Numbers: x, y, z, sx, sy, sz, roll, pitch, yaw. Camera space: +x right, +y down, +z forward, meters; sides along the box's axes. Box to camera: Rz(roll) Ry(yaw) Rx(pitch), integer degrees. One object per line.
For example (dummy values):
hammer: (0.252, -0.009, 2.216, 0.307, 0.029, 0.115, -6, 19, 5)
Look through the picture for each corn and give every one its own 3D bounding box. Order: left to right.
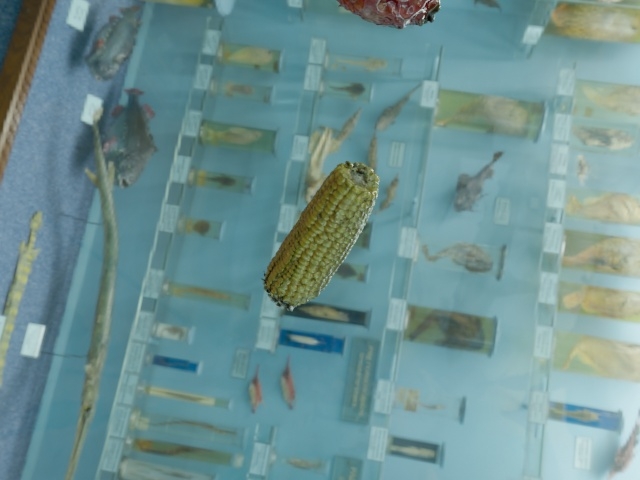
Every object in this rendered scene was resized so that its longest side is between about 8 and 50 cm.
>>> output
corn: (0.000, 0.000, 1.076, 0.318, 0.115, 0.115, -54, -167, 39)

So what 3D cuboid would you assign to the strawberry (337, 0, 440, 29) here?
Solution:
strawberry: (0.047, -0.238, 0.496, 0.148, 0.131, 0.131, 40, 47, -34)
